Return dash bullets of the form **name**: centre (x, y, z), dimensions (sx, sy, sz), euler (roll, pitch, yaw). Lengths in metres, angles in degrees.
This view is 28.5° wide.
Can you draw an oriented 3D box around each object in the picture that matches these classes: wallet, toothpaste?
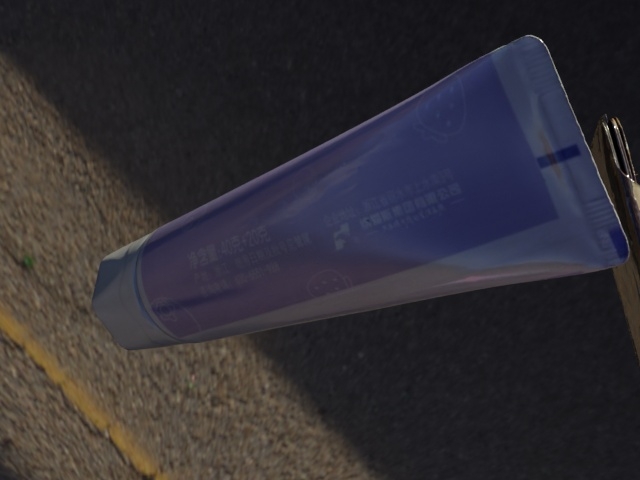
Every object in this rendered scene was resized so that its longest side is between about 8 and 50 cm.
- **wallet**: centre (0.294, 0.004, 1.192), dimensions (0.031, 0.122, 0.232), euler (-9, 67, -2)
- **toothpaste**: centre (0.000, 0.000, 0.744), dimensions (0.080, 0.371, 0.125), euler (-30, 98, -46)
